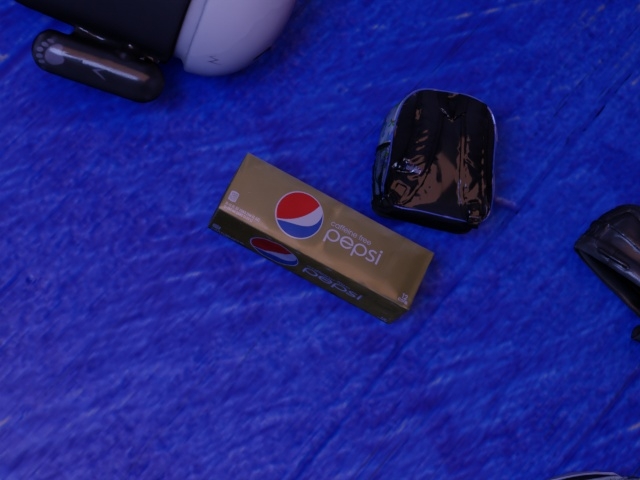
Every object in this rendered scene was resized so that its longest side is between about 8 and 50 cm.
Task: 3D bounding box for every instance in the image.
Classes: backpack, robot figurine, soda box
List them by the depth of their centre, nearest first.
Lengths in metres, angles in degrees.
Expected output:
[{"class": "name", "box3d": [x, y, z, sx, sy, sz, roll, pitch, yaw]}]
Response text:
[{"class": "robot figurine", "box3d": [-0.151, -0.244, 1.046, 0.278, 0.209, 0.173, 22, 29, -7]}, {"class": "soda box", "box3d": [0.000, 0.000, 1.074, 0.181, 0.061, 0.058, 28, 70, -6]}, {"class": "backpack", "box3d": [0.096, -0.069, 1.104, 0.105, 0.084, 0.114, 11, 78, -12]}]

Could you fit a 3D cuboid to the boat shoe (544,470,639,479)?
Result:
[{"class": "boat shoe", "box3d": [0.139, 0.261, 1.017, 0.306, 0.105, 0.113, -12, 79, -17]}]

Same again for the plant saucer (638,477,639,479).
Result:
[{"class": "plant saucer", "box3d": [0.276, 0.382, 0.950, 0.333, 0.081, 0.333, -53, 123, -20]}]

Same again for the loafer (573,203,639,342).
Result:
[{"class": "loafer", "box3d": [0.311, 0.072, 1.130, 0.078, 0.076, 0.223, -34, 81, -14]}]
